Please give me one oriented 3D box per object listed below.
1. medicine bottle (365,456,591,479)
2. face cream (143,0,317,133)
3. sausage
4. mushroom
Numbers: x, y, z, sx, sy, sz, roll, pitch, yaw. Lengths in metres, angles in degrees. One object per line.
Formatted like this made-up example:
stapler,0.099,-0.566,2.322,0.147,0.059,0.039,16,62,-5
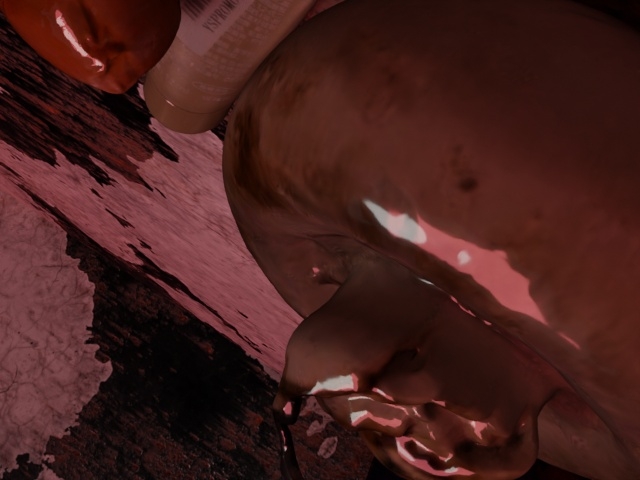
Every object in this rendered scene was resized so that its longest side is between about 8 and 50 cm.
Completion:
medicine bottle,0.268,0.357,1.329,0.395,0.243,0.242,26,163,17
face cream,-0.074,-0.178,0.777,0.137,0.084,0.341,39,157,-4
sausage,-0.187,-0.213,0.730,0.258,0.133,0.133,53,173,24
mushroom,0.090,0.031,0.592,0.362,0.295,0.362,33,163,11
